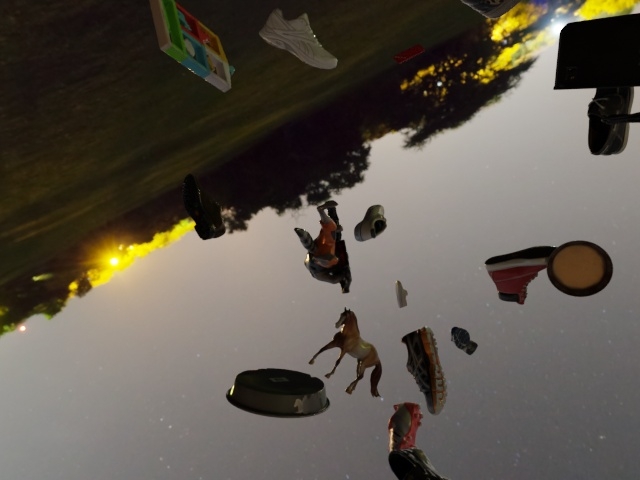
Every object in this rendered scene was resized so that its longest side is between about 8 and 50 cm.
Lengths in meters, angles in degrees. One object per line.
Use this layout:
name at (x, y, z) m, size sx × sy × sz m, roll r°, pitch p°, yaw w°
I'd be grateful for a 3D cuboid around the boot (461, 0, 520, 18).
boot at (0.357, -0.620, 0.855) m, size 0.284 × 0.138 × 0.377 m, roll -1°, pitch 158°, yaw -28°

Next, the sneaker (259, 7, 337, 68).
sneaker at (-0.046, -0.562, 1.241) m, size 0.115 × 0.232 × 0.090 m, roll -61°, pitch -160°, yaw 20°

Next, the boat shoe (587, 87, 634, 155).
boat shoe at (0.686, -0.321, 1.071) m, size 0.079 × 0.233 × 0.084 m, roll -7°, pitch -168°, yaw -12°

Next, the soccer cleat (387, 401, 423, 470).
soccer cleat at (0.227, 0.561, 1.281) m, size 0.095 × 0.083 × 0.248 m, roll -13°, pitch -161°, yaw 30°

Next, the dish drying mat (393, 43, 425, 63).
dish drying mat at (0.239, -0.504, 1.206) m, size 0.083 × 0.008 × 0.032 m, roll -29°, pitch -120°, yaw -8°

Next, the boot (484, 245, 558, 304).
boot at (0.682, 0.120, 1.452) m, size 0.244 × 0.176 × 0.088 m, roll -17°, pitch -165°, yaw 41°

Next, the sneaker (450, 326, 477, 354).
sneaker at (0.384, 0.274, 1.246) m, size 0.052 × 0.135 × 0.058 m, roll -49°, pitch -140°, yaw -8°

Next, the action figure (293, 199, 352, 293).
action figure at (0.000, 0.000, 1.477) m, size 0.179 × 0.341 × 0.330 m, roll -8°, pitch 154°, yaw -6°

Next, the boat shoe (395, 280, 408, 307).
boat shoe at (0.272, 0.176, 1.484) m, size 0.035 × 0.100 × 0.035 m, roll -12°, pitch -162°, yaw -6°

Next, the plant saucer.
plant saucer at (0.753, 0.080, 1.306) m, size 0.168 × 0.168 × 0.029 m, roll -16°, pitch -178°, yaw 28°

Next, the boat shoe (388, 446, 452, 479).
boat shoe at (0.183, 0.448, 0.823) m, size 0.076 × 0.080 × 0.228 m, roll 8°, pitch -177°, yaw -9°

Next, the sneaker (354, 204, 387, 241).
sneaker at (0.215, -0.065, 1.725) m, size 0.091 × 0.094 × 0.258 m, roll 0°, pitch -151°, yaw 27°

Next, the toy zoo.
toy zoo at (-0.340, -0.538, 1.242) m, size 0.030 × 0.192 × 0.293 m, roll -23°, pitch 163°, yaw 22°

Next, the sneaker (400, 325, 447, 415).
sneaker at (0.263, 0.331, 1.136) m, size 0.083 × 0.215 × 0.084 m, roll -18°, pitch 154°, yaw 25°

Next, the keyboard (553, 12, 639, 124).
keyboard at (0.587, -0.293, 0.784) m, size 0.317 × 0.201 × 0.033 m, roll 9°, pitch -163°, yaw 33°

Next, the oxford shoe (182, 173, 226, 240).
oxford shoe at (-0.361, -0.105, 1.392) m, size 0.083 × 0.227 × 0.096 m, roll -34°, pitch 165°, yaw 37°

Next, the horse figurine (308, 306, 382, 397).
horse figurine at (0.090, 0.314, 1.207) m, size 0.174 × 0.263 × 0.066 m, roll -52°, pitch -153°, yaw -13°

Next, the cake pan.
cake pan at (-0.115, 0.418, 1.255) m, size 0.293 × 0.054 × 0.293 m, roll 6°, pitch 178°, yaw 0°
